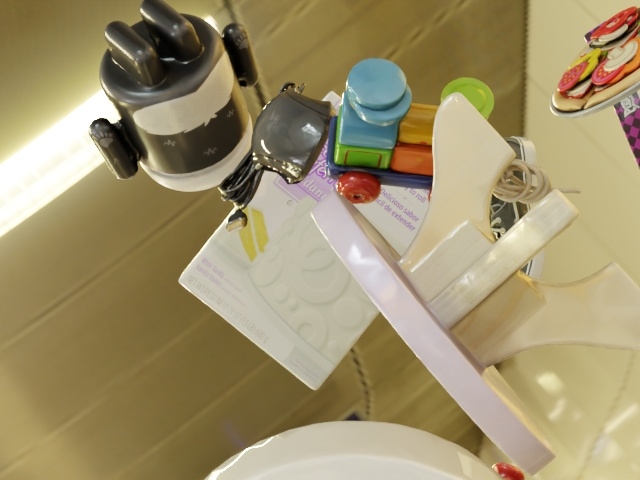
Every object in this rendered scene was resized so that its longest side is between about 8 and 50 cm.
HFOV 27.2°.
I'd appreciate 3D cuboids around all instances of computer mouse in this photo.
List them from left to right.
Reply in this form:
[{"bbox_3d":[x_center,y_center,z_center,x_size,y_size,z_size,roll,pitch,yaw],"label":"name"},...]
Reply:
[{"bbox_3d":[-0.064,-0.087,1.422,0.184,0.060,0.262,-61,14,7],"label":"computer mouse"}]

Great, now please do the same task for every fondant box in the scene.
[{"bbox_3d":[0.000,0.000,1.796,0.330,0.238,0.096,-52,3,-5],"label":"fondant box"}]

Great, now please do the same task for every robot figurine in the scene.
[{"bbox_3d":[-0.192,-0.190,1.766,0.209,0.173,0.278,-8,-38,10],"label":"robot figurine"}]

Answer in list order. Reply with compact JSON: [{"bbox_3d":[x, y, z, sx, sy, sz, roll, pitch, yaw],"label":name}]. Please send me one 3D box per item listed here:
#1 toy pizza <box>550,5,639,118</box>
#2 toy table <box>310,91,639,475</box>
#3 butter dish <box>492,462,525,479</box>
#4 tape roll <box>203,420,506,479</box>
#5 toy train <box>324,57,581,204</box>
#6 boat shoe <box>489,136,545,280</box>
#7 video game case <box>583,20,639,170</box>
[{"bbox_3d":[0.322,-0.206,1.408,0.201,0.032,0.201,-38,17,13],"label":"toy pizza"},{"bbox_3d":[0.138,0.029,1.057,0.161,0.274,0.252,-41,4,6],"label":"toy table"},{"bbox_3d":[0.178,0.285,1.363,0.160,0.160,0.118,72,-145,-55],"label":"butter dish"},{"bbox_3d":[0.023,0.258,0.815,0.286,0.286,0.100,-42,2,4],"label":"tape roll"},{"bbox_3d":[0.133,-0.097,1.216,0.248,0.105,0.143,7,-26,-1],"label":"toy train"},{"bbox_3d":[0.260,-0.035,1.837,0.070,0.219,0.078,-2,-6,-23],"label":"boat shoe"},{"bbox_3d":[0.422,-0.135,1.641,0.042,0.232,0.210,-31,-35,26],"label":"video game case"}]
